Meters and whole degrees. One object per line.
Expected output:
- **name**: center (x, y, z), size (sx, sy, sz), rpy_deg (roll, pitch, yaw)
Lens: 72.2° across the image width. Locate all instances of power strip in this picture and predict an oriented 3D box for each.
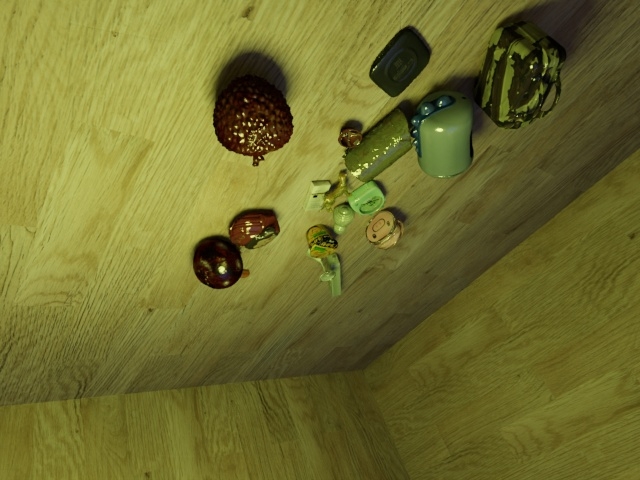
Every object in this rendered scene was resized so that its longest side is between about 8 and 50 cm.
- **power strip**: center (0.078, 0.201, 2.543), size (0.062, 0.091, 0.385), rpy_deg (-16, 145, -7)

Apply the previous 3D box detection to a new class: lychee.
- **lychee**: center (-0.213, -0.376, 1.409), size (0.264, 0.264, 0.300), rpy_deg (-13, 123, -17)

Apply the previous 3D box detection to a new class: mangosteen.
- **mangosteen**: center (-0.439, 0.095, 1.983), size (0.261, 0.235, 0.235), rpy_deg (-40, 165, -47)

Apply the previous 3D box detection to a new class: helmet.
- **helmet**: center (0.108, -0.421, 1.736), size (0.111, 0.057, 0.089), rpy_deg (16, 133, -45)

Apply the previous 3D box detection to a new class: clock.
- **clock**: center (0.234, -0.189, 2.128), size (0.159, 0.066, 0.211), rpy_deg (-32, 146, 11)

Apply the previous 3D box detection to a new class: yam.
- **yam**: center (0.248, -0.380, 1.786), size (0.304, 0.168, 0.168), rpy_deg (-37, 145, 19)

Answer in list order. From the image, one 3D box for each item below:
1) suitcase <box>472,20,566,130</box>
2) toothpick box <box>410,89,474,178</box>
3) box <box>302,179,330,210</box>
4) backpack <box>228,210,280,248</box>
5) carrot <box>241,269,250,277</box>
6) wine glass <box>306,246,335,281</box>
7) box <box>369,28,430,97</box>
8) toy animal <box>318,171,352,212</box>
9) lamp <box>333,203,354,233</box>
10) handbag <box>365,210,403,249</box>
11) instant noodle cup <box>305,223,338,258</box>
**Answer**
- **suitcase**: center (0.759, -0.596, 1.652), size (0.193, 0.339, 0.352), rpy_deg (-16, 145, -12)
- **toothpick box**: center (0.493, -0.443, 1.790), size (0.263, 0.263, 0.355), rpy_deg (-25, 144, 0)
- **box**: center (-0.018, -0.201, 1.973), size (0.084, 0.040, 0.154), rpy_deg (-6, 143, -26)
- **backpack**: center (-0.298, -0.045, 1.934), size (0.229, 0.139, 0.229), rpy_deg (-14, 163, -4)
- **carrot**: center (-0.467, 0.164, 2.196), size (0.247, 0.043, 0.043), rpy_deg (5, 137, -34)
- **wine glass**: center (0.005, 0.121, 2.304), size (0.122, 0.183, 0.122), rpy_deg (-16, 146, -11)
- **box**: center (0.289, -0.629, 1.578), size (0.201, 0.042, 0.212), rpy_deg (20, 126, -44)
- **toy animal**: center (0.057, -0.204, 1.948), size (0.181, 0.073, 0.136), rpy_deg (-40, 156, -8)
- **lamp**: center (0.106, -0.102, 2.146), size (0.106, 0.106, 0.193), rpy_deg (-15, 156, -14)
- **handbag**: center (0.330, -0.051, 2.285), size (0.205, 0.179, 0.116), rpy_deg (-42, 136, 23)
- **instant noodle cup**: center (0.000, 0.000, 2.191), size (0.151, 0.122, 0.151), rpy_deg (-15, 144, -11)
